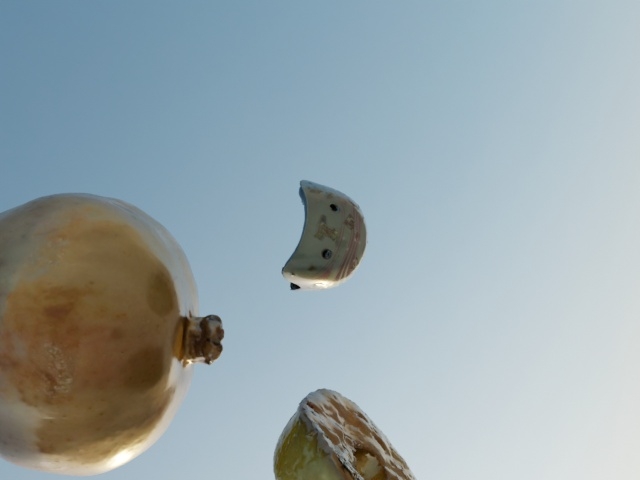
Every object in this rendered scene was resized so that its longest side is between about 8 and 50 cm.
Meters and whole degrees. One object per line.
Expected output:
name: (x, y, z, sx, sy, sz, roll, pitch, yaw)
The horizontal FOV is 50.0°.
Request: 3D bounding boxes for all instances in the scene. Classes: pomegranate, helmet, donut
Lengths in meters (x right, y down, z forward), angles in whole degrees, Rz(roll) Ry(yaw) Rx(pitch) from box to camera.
pomegranate: (-0.334, 0.139, 0.997, 0.411, 0.411, 0.412, -17, -69, -54)
helmet: (0.015, 0.001, 0.978, 0.177, 0.107, 0.153, 64, -146, -78)
donut: (0.040, 0.329, 0.918, 0.108, 0.278, 0.277, -41, -38, 7)
